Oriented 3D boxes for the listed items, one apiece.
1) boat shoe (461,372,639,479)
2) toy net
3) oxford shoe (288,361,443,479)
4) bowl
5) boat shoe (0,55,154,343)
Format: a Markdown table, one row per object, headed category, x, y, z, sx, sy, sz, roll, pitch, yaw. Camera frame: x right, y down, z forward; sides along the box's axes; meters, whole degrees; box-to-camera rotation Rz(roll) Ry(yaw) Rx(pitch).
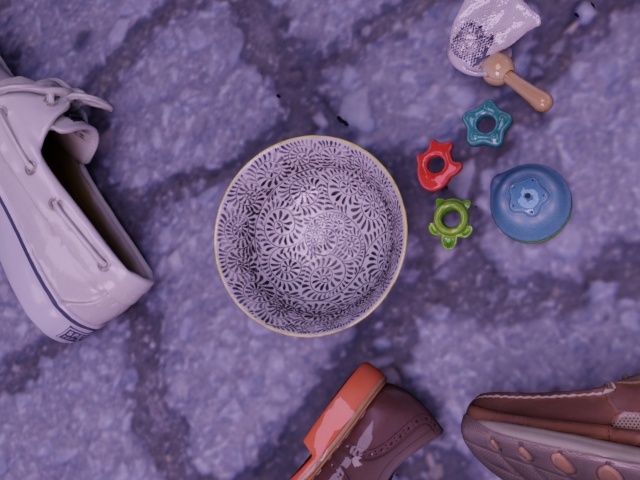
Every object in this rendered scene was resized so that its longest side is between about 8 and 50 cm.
| category | x | y | z | sx | sy | sz | roll | pitch | yaw |
| --- | --- | --- | --- | --- | --- | --- | --- | --- | --- |
| boat shoe | 0.271 | 0.150 | 0.624 | 0.324 | 0.123 | 0.116 | 5 | 51 | 26 |
| toy net | 0.142 | -0.110 | 0.719 | 0.122 | 0.045 | 0.232 | -9 | 80 | 18 |
| oxford shoe | -0.001 | 0.239 | 0.696 | 0.098 | 0.097 | 0.271 | 33 | 94 | 12 |
| bowl | 0.000 | 0.000 | 0.728 | 0.170 | 0.080 | 0.170 | -2 | 82 | 17 |
| boat shoe | -0.260 | -0.097 | 0.791 | 0.156 | 0.136 | 0.367 | -31 | 79 | 12 |
